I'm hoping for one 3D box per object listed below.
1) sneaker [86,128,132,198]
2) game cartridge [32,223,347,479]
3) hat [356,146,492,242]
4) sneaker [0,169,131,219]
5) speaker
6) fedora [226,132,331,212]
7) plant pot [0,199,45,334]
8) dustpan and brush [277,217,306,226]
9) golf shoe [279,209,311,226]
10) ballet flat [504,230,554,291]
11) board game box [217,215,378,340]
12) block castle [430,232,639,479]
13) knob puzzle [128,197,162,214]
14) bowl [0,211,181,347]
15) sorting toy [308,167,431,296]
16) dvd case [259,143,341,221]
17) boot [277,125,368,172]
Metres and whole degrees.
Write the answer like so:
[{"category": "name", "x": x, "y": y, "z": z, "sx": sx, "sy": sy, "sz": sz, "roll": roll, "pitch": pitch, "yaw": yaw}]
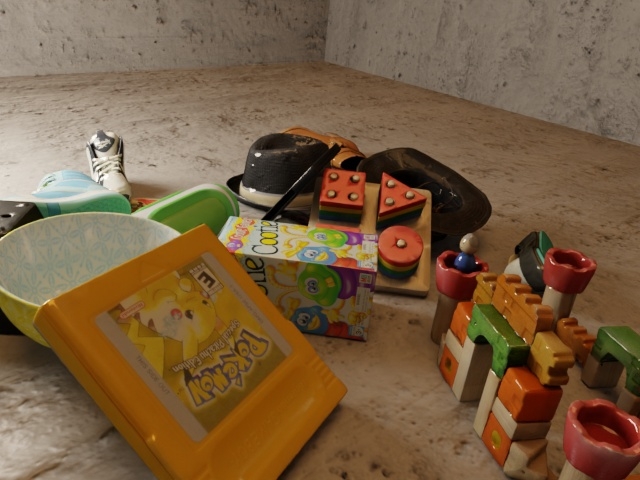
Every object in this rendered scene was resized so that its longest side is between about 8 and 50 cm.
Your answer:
[{"category": "sneaker", "x": -0.515, "y": -0.185, "z": 1.379, "sx": 0.094, "sy": 0.153, "sz": 0.235, "roll": -11, "pitch": 24, "yaw": -12}, {"category": "game cartridge", "x": -0.141, "y": 0.151, "z": 0.728, "sx": 0.324, "sy": 0.053, "sz": 0.285, "roll": 47, "pitch": 37, "yaw": 5}, {"category": "hat", "x": 0.233, "y": -0.084, "z": 1.388, "sx": 0.331, "sy": 0.134, "sz": 0.331, "roll": 9, "pitch": 41, "yaw": -8}, {"category": "sneaker", "x": -0.583, "y": -0.063, "z": 1.185, "sx": 0.319, "sy": 0.127, "sz": 0.208, "roll": -9, "pitch": 29, "yaw": -43}, {"category": "speaker", "x": -0.288, "y": -0.023, "z": 1.154, "sx": 0.131, "sy": 0.131, "sz": 0.296, "roll": 17, "pitch": 28, "yaw": 21}, {"category": "fedora", "x": -0.081, "y": -0.193, "z": 1.518, "sx": 0.334, "sy": 0.152, "sz": 0.334, "roll": 5, "pitch": 26, "yaw": -2}, {"category": "plant pot", "x": -0.545, "y": 0.032, "z": 0.944, "sx": 0.188, "sy": 0.167, "sz": 0.187, "roll": 4, "pitch": 27, "yaw": -6}, {"category": "dustpan and brush", "x": 0.000, "y": 0.000, "z": 1.244, "sx": 0.211, "sy": 0.060, "sz": 0.147, "roll": 15, "pitch": 27, "yaw": 18}, {"category": "golf shoe", "x": -0.001, "y": -0.044, "z": 1.327, "sx": 0.186, "sy": 0.067, "sz": 0.086, "roll": 6, "pitch": 24, "yaw": 1}, {"category": "ballet flat", "x": 0.442, "y": 0.057, "z": 1.197, "sx": 0.096, "sy": 0.095, "sz": 0.280, "roll": -32, "pitch": 0, "yaw": 24}, {"category": "board game box", "x": -0.044, "y": 0.063, "z": 1.012, "sx": 0.275, "sy": 0.144, "sz": 0.142, "roll": 7, "pitch": 26, "yaw": 4}, {"category": "block castle", "x": 0.367, "y": 0.158, "z": 0.830, "sx": 0.303, "sy": 0.213, "sz": 0.453, "roll": -1, "pitch": 27, "yaw": -14}, {"category": "knob puzzle", "x": -0.426, "y": -0.072, "z": 1.335, "sx": 0.213, "sy": 0.030, "sz": 0.213, "roll": 4, "pitch": 26, "yaw": -2}, {"category": "bowl", "x": -0.338, "y": 0.088, "z": 0.873, "sx": 0.289, "sy": 0.156, "sz": 0.289, "roll": 9, "pitch": 28, "yaw": -5}, {"category": "sorting toy", "x": 0.103, "y": -0.033, "z": 1.169, "sx": 0.255, "sy": 0.089, "sz": 0.257, "roll": 7, "pitch": 55, "yaw": 1}, {"category": "dvd case", "x": -0.064, "y": -0.100, "z": 1.261, "sx": 0.022, "sy": 0.253, "sz": 0.180, "roll": 44, "pitch": 30, "yaw": -5}, {"category": "boot", "x": 0.001, "y": -0.258, "z": 1.749, "sx": 0.283, "sy": 0.109, "sz": 0.220, "roll": -2, "pitch": 30, "yaw": -32}]
